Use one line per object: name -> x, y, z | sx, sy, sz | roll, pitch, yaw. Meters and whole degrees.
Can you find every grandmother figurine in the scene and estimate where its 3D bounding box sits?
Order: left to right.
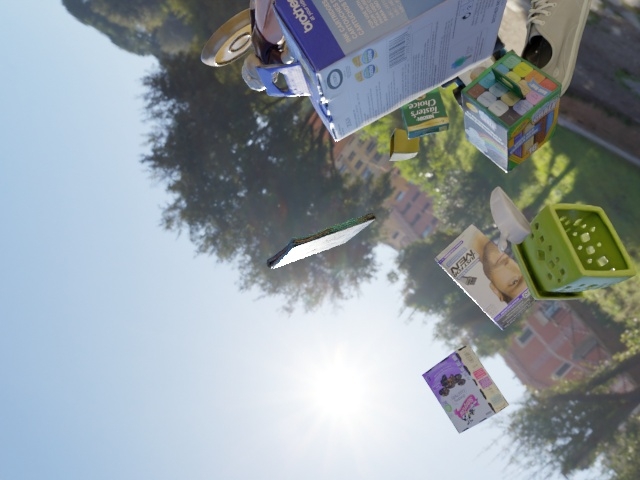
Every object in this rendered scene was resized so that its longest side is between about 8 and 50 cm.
grandmother figurine -> -0.114, -0.469, 1.256 | 0.104, 0.342, 0.207 | -9, -114, -21

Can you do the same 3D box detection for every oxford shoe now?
oxford shoe -> 0.635, -0.613, 1.558 | 0.130, 0.449, 0.169 | 12, 177, -22

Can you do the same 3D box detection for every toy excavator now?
toy excavator -> 0.434, -0.684, 1.827 | 0.433, 0.222, 0.445 | 38, -146, -30

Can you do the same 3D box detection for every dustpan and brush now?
dustpan and brush -> 0.463, -0.032, 1.402 | 0.147, 0.060, 0.211 | 47, -152, -10

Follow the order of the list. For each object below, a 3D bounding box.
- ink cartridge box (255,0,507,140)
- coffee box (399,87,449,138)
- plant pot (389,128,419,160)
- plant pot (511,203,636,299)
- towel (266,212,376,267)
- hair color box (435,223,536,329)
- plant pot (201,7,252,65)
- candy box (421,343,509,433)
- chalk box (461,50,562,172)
ink cartridge box -> 0.093, -0.328, 0.933 | 0.151, 0.396, 0.270 | 60, -179, 15
coffee box -> 0.265, -0.365, 1.503 | 0.040, 0.113, 0.184 | 72, -172, -68
plant pot -> 0.266, -0.299, 1.784 | 0.083, 0.081, 0.081 | 4, 170, -3
plant pot -> 0.691, 0.047, 1.595 | 0.227, 0.207, 0.228 | 2, -122, -28
towel -> 0.000, 0.000, 2.093 | 0.370, 0.271, 0.040 | -19, -100, -31
hair color box -> 0.560, 0.115, 1.903 | 0.110, 0.185, 0.339 | 39, -170, -43
plant pot -> -0.240, -0.579, 1.636 | 0.032, 0.236, 0.236 | 52, -162, 0
candy box -> 0.406, 0.422, 1.606 | 0.070, 0.165, 0.196 | -13, -117, -40
chalk box -> 0.495, -0.351, 1.481 | 0.180, 0.179, 0.289 | 50, 177, 28
